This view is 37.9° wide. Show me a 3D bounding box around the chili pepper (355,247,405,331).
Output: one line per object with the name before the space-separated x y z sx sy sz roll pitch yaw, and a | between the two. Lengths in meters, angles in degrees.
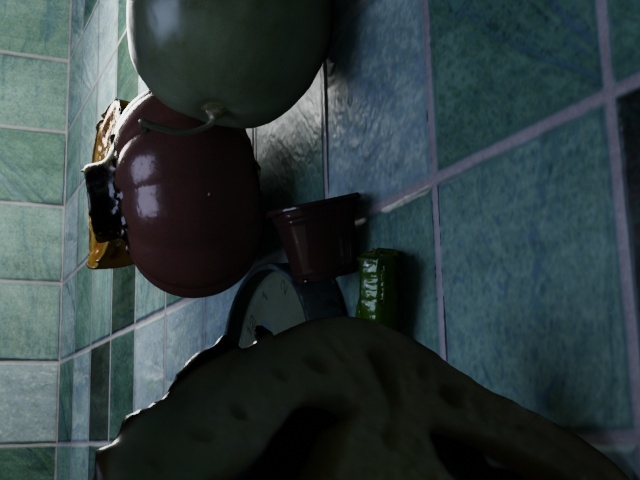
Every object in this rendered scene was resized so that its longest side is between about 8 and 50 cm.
chili pepper | 0.037 0.184 0.954 0.085 0.076 0.359 -51 -29 -85

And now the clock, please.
clock | -0.050 0.161 1.155 0.280 0.055 0.281 -14 74 60

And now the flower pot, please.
flower pot | 0.000 0.000 1.052 0.111 0.111 0.089 -10 93 65

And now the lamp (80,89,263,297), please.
lamp | -0.205 -0.068 1.303 0.305 0.239 0.305 172 90 -81

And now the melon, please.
melon | -0.107 -0.281 1.134 0.272 0.271 0.308 -169 77 -66

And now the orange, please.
orange | -0.351 -0.095 1.659 0.310 0.274 0.274 -59 -10 -58

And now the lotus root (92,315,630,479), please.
lotus root | 0.046 0.194 0.565 0.375 0.390 0.111 -100 27 -48
